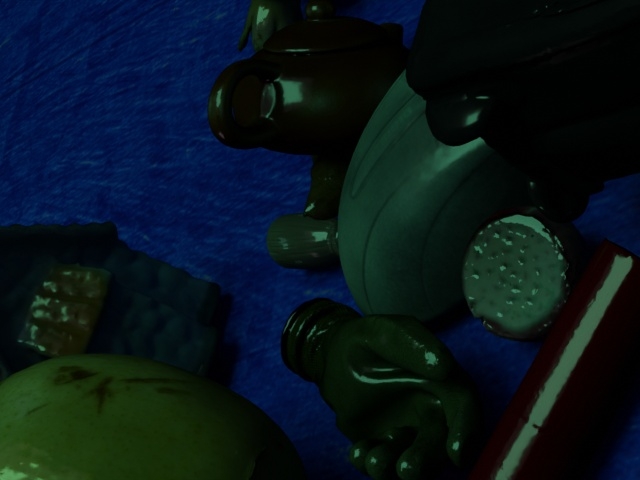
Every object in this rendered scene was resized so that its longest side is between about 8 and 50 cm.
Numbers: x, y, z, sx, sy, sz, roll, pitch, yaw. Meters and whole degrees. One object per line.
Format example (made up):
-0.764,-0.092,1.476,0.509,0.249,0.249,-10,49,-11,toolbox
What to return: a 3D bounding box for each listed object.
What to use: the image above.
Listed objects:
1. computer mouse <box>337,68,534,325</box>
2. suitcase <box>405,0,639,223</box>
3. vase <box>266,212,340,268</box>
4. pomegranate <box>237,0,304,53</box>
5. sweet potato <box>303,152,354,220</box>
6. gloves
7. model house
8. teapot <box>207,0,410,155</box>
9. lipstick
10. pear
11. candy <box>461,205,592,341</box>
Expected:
0.126,-0.089,1.196,0.371,0.122,0.188,-48,36,19,computer mouse
0.236,-0.208,0.946,0.345,0.188,0.339,-17,48,55,suitcase
0.000,0.000,1.369,0.100,0.053,0.053,-2,67,51,vase
-0.039,-0.300,1.542,0.187,0.187,0.225,-136,51,-57,pomegranate
0.015,-0.066,1.372,0.182,0.053,0.054,-86,4,-70,sweet potato
0.052,0.116,1.156,0.268,0.107,0.135,-135,48,-64,gloves
-0.335,0.106,1.473,0.360,0.339,0.297,-12,49,54,model house
-0.009,-0.146,1.324,0.178,0.252,0.135,3,106,42,teapot
0.157,0.135,1.033,0.280,0.073,0.073,-62,32,4,lipstick
-0.155,0.233,1.167,0.309,0.309,0.309,-34,43,39,pear
0.153,0.025,1.109,0.103,0.043,0.103,0,91,36,candy
